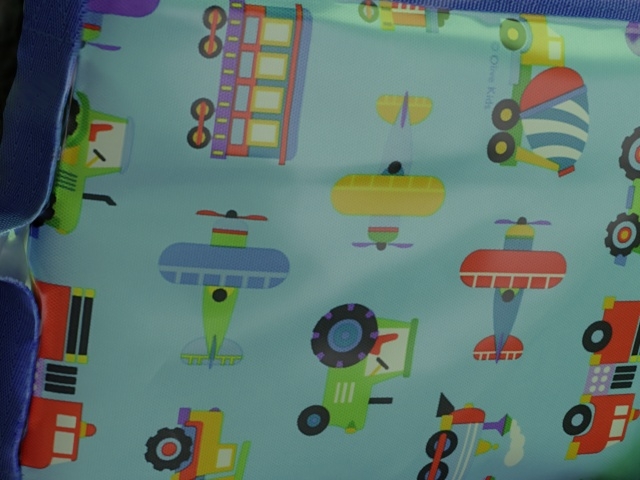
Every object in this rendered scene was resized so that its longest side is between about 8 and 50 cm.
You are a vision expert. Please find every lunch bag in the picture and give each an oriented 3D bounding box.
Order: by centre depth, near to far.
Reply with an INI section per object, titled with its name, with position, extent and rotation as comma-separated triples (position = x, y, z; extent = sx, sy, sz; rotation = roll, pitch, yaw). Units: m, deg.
[lunch bag]
position = 0.000, 0.000, 0.662
extent = 0.293, 0.138, 0.221
rotation = -4, 113, -39
